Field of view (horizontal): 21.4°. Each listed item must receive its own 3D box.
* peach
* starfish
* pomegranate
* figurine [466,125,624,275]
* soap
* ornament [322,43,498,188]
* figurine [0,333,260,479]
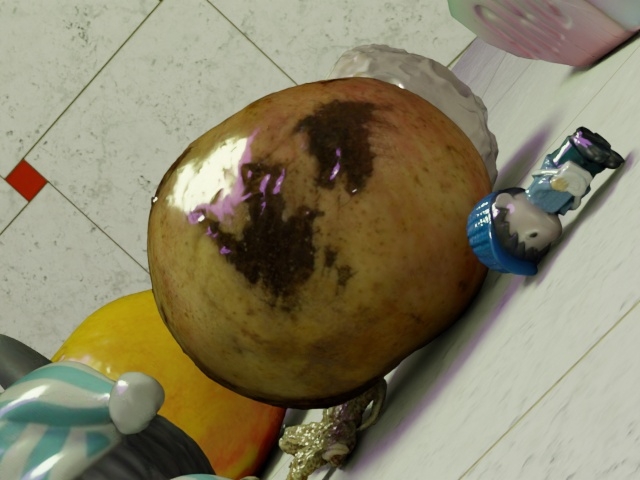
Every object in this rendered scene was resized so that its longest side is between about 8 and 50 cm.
[{"bbox_3d":[-0.204,0.216,2.101,0.373,0.290,0.372,-49,3,4],"label":"peach"},{"bbox_3d":[0.005,0.181,1.601,0.150,0.053,0.209,-58,5,3],"label":"starfish"},{"bbox_3d":[0.000,0.000,1.527,0.322,0.322,0.322,-53,3,4],"label":"pomegranate"},{"bbox_3d":[0.169,-0.034,1.331,0.077,0.079,0.136,17,-69,-49],"label":"figurine"},{"bbox_3d":[0.241,-0.279,1.800,0.109,0.193,0.324,-54,3,-7],"label":"soap"},{"bbox_3d":[0.070,-0.076,1.815,0.259,0.225,0.259,-53,4,6],"label":"ornament"},{"bbox_3d":[-0.228,0.233,1.522,0.266,0.377,0.361,-59,5,-22],"label":"figurine"}]
